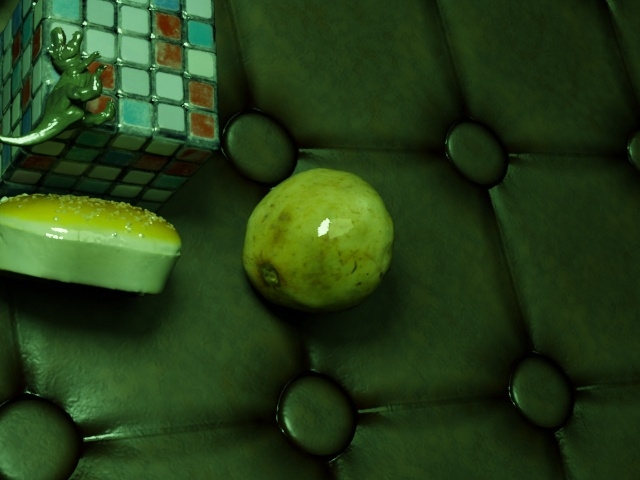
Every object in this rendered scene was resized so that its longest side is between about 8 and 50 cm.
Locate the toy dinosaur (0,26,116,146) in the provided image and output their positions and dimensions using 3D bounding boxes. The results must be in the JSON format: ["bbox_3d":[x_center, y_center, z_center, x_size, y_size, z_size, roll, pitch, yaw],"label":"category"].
[{"bbox_3d":[-0.386,-0.203,1.824,0.179,0.087,0.187,-12,53,5],"label":"toy dinosaur"}]

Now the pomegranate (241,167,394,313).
[{"bbox_3d":[0.000,0.000,2.169,0.260,0.260,0.260,13,62,-26],"label":"pomegranate"}]

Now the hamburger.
[{"bbox_3d":[-0.361,0.003,1.972,0.295,0.227,0.151,14,85,-29],"label":"hamburger"}]

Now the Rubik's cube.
[{"bbox_3d":[-0.346,-0.233,2.047,0.292,0.287,0.293,9,64,-27],"label":"Rubik's cube"}]
